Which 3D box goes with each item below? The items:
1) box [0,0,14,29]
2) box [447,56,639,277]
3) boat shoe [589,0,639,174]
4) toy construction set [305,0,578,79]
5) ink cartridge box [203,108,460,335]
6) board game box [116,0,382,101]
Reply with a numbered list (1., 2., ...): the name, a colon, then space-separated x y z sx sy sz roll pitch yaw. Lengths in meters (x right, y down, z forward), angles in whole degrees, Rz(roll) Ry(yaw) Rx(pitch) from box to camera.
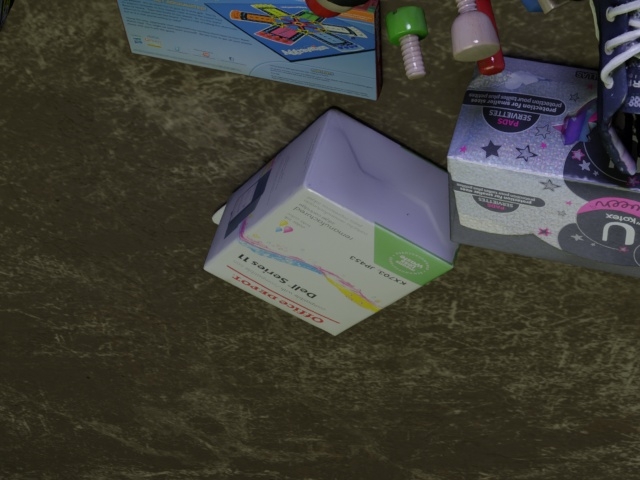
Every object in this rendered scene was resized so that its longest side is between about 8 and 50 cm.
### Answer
1. box: -0.266 -0.306 1.204 0.045 0.184 0.190 23 152 -6
2. box: 0.261 -0.070 1.349 0.247 0.142 0.163 10 150 13
3. boat shoe: 0.280 -0.193 1.111 0.127 0.158 0.340 4 148 24
4. toy construction set: 0.101 -0.286 1.069 0.257 0.237 0.309 -11 167 2
5. ink cartridge box: 0.000 0.000 1.640 0.207 0.119 0.353 28 149 -17
6. board game box: -0.075 -0.222 1.399 0.281 0.027 0.145 12 152 11
